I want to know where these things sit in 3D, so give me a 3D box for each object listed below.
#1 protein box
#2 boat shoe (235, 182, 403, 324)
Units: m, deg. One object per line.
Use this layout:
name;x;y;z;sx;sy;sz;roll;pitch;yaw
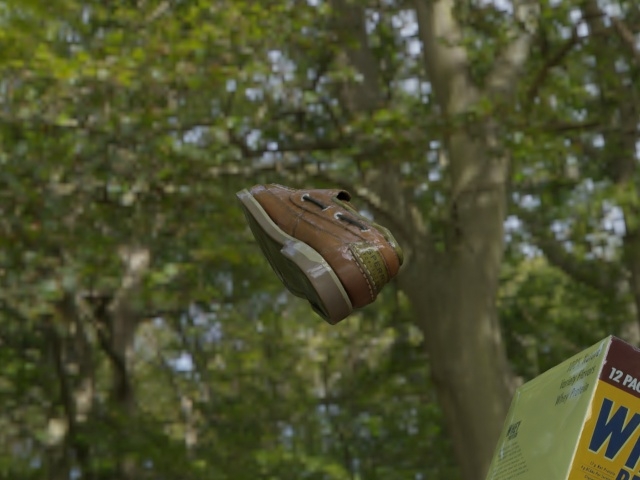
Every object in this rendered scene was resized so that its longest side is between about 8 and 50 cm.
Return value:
protein box;0.241;0.223;1.302;0.136;0.201;0.200;26;-25;-8
boat shoe;0.000;0.000;1.594;0.104;0.307;0.111;-32;-61;-8
